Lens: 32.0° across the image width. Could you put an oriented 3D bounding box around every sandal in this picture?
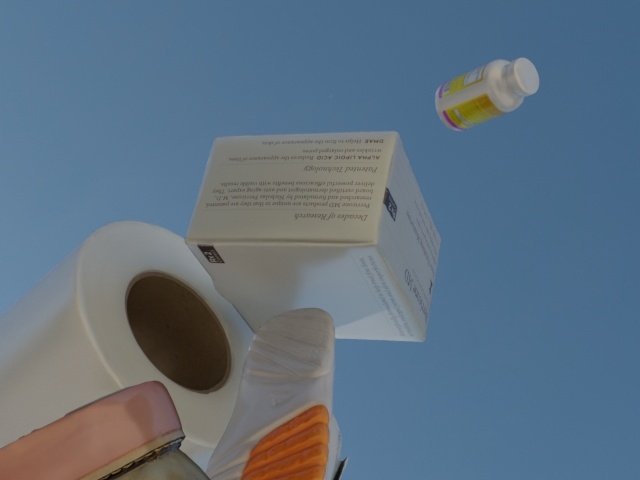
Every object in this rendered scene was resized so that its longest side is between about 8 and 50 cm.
[{"bbox_3d":[-0.022,0.162,0.873,0.101,0.265,0.076,-10,-54,21],"label":"sandal"}]

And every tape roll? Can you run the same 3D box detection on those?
[{"bbox_3d":[-0.184,0.127,1.064,0.169,0.246,0.246,-38,-84,26],"label":"tape roll"}]

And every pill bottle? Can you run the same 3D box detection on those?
[{"bbox_3d":[0.136,-0.120,0.907,0.043,0.083,0.043,12,-110,-38],"label":"pill bottle"}]

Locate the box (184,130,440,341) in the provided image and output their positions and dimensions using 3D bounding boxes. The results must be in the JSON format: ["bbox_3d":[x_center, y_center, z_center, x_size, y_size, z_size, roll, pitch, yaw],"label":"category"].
[{"bbox_3d":[0.000,0.000,1.020,0.181,0.181,0.119,1,-121,21],"label":"box"}]

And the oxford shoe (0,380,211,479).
[{"bbox_3d":[-0.206,0.219,0.506,0.397,0.140,0.147,-31,-98,-21],"label":"oxford shoe"}]
